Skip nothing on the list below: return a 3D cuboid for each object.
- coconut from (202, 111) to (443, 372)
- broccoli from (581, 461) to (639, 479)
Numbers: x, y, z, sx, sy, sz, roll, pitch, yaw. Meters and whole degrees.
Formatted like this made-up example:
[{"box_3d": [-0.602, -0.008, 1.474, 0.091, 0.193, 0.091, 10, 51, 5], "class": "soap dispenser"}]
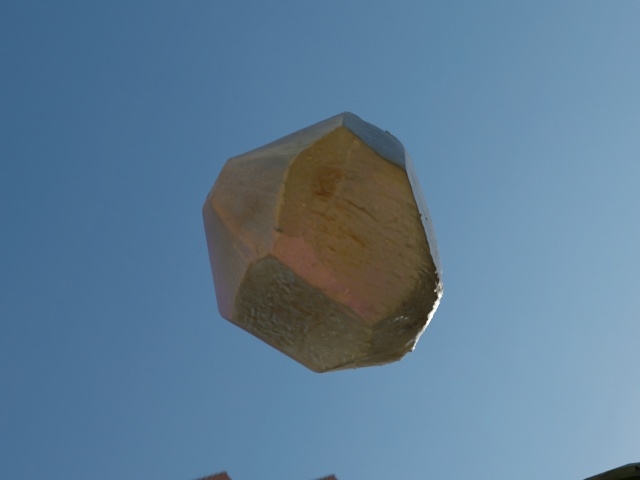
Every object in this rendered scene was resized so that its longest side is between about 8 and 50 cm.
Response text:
[{"box_3d": [0.000, 0.000, 0.739, 0.236, 0.197, 0.237, 2, -97, -17], "class": "coconut"}, {"box_3d": [0.275, 0.165, 0.383, 0.303, 0.321, 0.284, -10, -73, -47], "class": "broccoli"}]
